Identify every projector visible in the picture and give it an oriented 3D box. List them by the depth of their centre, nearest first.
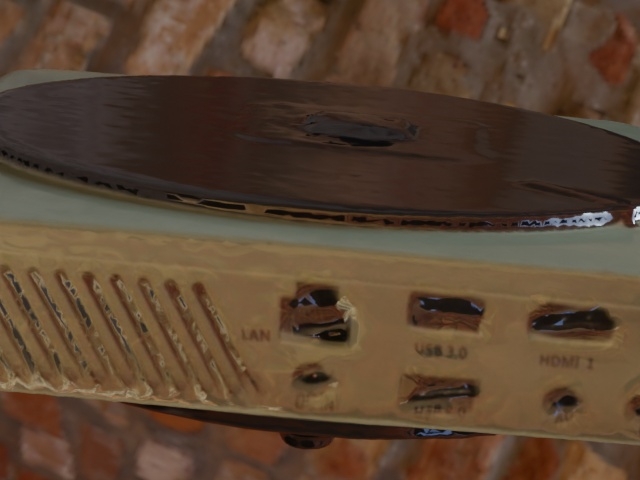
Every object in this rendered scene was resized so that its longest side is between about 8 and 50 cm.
[{"bbox_3d":[0.000,0.000,0.473,0.259,0.257,0.079,-86,-179,-77],"label":"projector"}]
